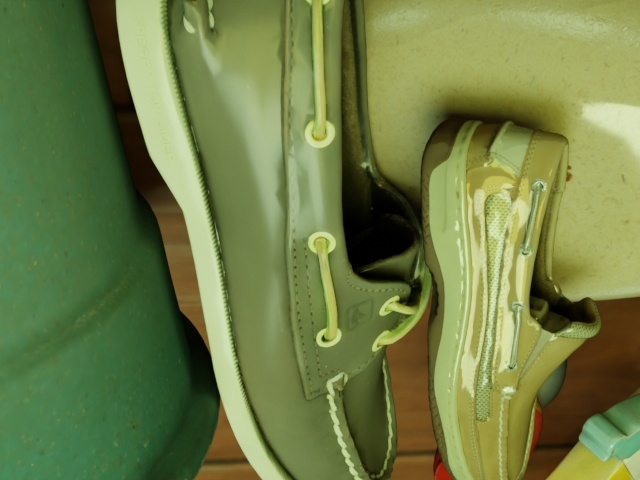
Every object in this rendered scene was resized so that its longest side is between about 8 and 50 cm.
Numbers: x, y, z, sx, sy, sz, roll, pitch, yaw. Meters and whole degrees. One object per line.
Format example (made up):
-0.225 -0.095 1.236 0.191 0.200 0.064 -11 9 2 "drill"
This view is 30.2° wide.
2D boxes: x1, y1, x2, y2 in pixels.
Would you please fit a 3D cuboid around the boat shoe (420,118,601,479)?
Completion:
0.089 0.039 0.533 0.072 0.068 0.190 5 121 23 "boat shoe"

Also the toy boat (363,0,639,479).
0.097 -0.011 0.636 0.268 0.148 0.318 9 123 18 "toy boat"

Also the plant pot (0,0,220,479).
-0.226 -0.061 0.449 0.341 0.341 0.334 -8 115 -6 "plant pot"

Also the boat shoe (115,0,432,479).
-0.001 0.003 0.524 0.091 0.109 0.305 -4 123 17 "boat shoe"

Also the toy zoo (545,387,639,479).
0.201 0.169 0.738 0.192 0.030 0.293 -44 142 -3 "toy zoo"
